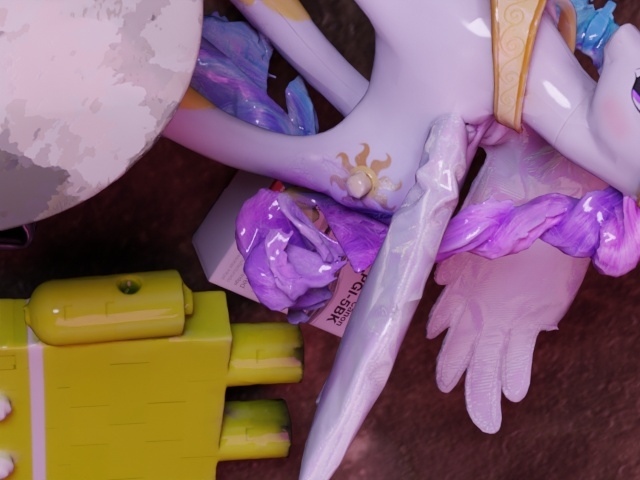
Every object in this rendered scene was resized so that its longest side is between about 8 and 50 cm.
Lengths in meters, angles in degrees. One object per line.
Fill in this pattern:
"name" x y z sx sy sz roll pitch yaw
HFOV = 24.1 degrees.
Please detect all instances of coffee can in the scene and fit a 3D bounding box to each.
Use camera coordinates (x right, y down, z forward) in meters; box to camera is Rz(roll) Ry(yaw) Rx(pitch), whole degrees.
"coffee can" -0.161 -0.164 0.645 0.201 0.275 0.201 -5 129 -7

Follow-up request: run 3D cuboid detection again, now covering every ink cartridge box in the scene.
"ink cartridge box" 0.000 0.000 0.993 0.135 0.056 0.099 24 111 -30

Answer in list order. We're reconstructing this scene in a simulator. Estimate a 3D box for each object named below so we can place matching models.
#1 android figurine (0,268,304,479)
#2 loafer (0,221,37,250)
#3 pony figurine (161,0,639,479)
"android figurine" -0.150 0.109 0.988 0.273 0.056 0.248 -2 136 -14
"loafer" -0.256 -0.051 0.827 0.223 0.078 0.076 21 113 -29
"pony figurine" 0.048 -0.045 0.796 0.303 0.363 0.351 -31 154 -52
